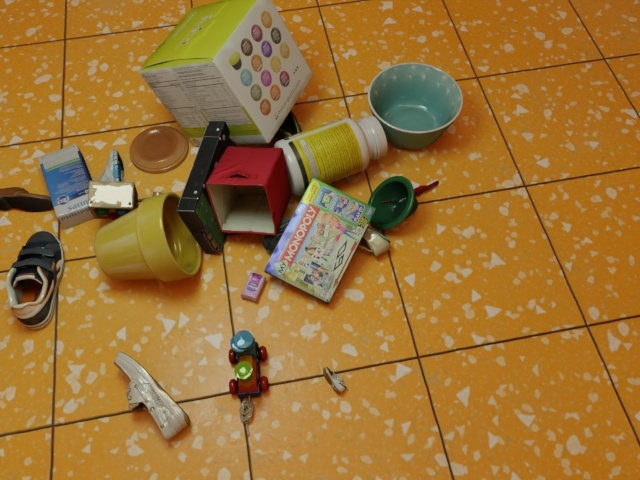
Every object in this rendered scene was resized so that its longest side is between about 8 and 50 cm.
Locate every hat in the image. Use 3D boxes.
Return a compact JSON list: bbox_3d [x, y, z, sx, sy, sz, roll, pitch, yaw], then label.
[{"bbox_3d":[0.280,-0.100,1.950,0.208,0.183,0.173,-40,50,25],"label":"hat"}]

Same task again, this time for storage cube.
[{"bbox_3d":[-0.205,-0.153,1.827,0.183,0.215,0.193,3,43,15],"label":"storage cube"}]

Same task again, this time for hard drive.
[{"bbox_3d":[-0.323,-0.160,1.863,0.064,0.237,0.339,2,59,15],"label":"hard drive"}]

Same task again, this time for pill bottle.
[{"bbox_3d":[0.036,-0.280,1.962,0.334,0.188,0.188,-22,62,-12],"label":"pill bottle"}]

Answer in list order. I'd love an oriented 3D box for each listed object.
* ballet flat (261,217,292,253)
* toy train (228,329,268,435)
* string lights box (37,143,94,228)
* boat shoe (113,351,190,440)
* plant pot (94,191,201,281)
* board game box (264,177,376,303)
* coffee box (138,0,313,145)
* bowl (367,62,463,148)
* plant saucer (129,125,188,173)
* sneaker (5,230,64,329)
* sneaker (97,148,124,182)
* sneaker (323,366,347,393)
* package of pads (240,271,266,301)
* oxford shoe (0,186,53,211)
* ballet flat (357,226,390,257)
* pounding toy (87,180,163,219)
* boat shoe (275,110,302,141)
[{"bbox_3d":[-0.053,-0.051,1.890,0.280,0.095,0.096,-42,77,-10],"label":"ballet flat"},{"bbox_3d":[-0.193,0.368,1.604,0.105,0.143,0.248,-5,59,-2],"label":"toy train"},{"bbox_3d":[-0.802,-0.177,1.969,0.133,0.077,0.260,-23,62,-13],"label":"string lights box"},{"bbox_3d":[-0.466,0.408,1.609,0.277,0.098,0.096,39,66,19],"label":"boat shoe"},{"bbox_3d":[-0.506,0.008,1.775,0.239,0.254,0.254,-13,59,10],"label":"plant pot"},{"bbox_3d":[0.000,0.000,1.810,0.213,0.046,0.317,26,79,4],"label":"board game box"},{"bbox_3d":[-0.295,-0.539,1.966,0.338,0.334,0.338,5,55,36],"label":"coffee box"},{"bbox_3d":[0.311,-0.431,2.064,0.311,0.163,0.311,0,59,1],"label":"bowl"},{"bbox_3d":[-0.549,-0.316,2.074,0.200,0.037,0.200,0,60,1],"label":"plant saucer"},{"bbox_3d":[-0.829,0.089,1.786,0.126,0.127,0.321,-10,58,-4],"label":"sneaker"},{"bbox_3d":[-0.689,-0.218,2.000,0.083,0.071,0.191,-12,60,0],"label":"sneaker"},{"bbox_3d":[0.039,0.376,1.668,0.037,0.032,0.083,-25,66,-29],"label":"sneaker"},{"bbox_3d":[-0.197,0.138,1.806,0.050,0.032,0.083,17,61,7],"label":"package of pads"},{"bbox_3d":[-0.951,-0.140,1.954,0.212,0.076,0.076,5,49,3],"label":"oxford shoe"},{"bbox_3d":[0.103,-0.036,1.885,0.248,0.086,0.086,39,67,20],"label":"ballet flat"},{"bbox_3d":[-0.586,-0.106,1.869,0.206,0.181,0.094,1,76,-11],"label":"pounding toy"},{"bbox_3d":[-0.136,-0.422,2.094,0.110,0.104,0.307,-29,63,-15],"label":"boat shoe"}]
